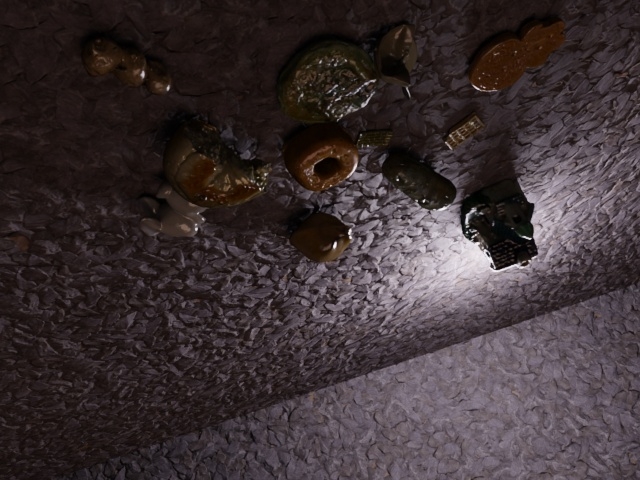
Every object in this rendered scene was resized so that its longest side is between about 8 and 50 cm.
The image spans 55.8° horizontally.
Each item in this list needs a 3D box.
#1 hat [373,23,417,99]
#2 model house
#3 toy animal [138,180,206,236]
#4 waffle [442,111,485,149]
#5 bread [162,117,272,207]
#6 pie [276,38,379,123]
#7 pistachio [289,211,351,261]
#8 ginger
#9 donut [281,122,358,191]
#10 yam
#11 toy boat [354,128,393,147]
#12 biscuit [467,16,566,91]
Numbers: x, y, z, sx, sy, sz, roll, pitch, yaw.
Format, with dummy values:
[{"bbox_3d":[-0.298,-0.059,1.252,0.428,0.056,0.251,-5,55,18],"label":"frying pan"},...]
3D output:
[{"bbox_3d":[0.189,-0.450,1.570,0.144,0.166,0.173,11,166,-8],"label":"hat"},{"bbox_3d":[0.717,-0.037,2.346,0.243,0.284,0.298,-25,148,-3],"label":"model house"},{"bbox_3d":[-0.411,-0.095,1.718,0.193,0.127,0.178,-39,142,28],"label":"toy animal"},{"bbox_3d":[0.459,-0.352,1.950,0.135,0.021,0.092,-36,147,20],"label":"waffle"},{"bbox_3d":[-0.293,-0.185,1.607,0.192,0.171,0.314,-41,143,26],"label":"bread"},{"bbox_3d":[0.015,-0.398,1.562,0.277,0.078,0.277,-14,146,-10],"label":"pie"},{"bbox_3d":[0.000,0.000,2.091,0.213,0.162,0.260,2,160,1],"label":"pistachio"},{"bbox_3d":[-0.420,-0.380,1.328,0.204,0.080,0.104,10,150,-38],"label":"ginger"},{"bbox_3d":[0.002,-0.243,1.755,0.227,0.113,0.226,-16,146,-11],"label":"donut"},{"bbox_3d":[0.319,-0.195,1.998,0.133,0.133,0.330,-38,142,25],"label":"yam"},{"bbox_3d":[0.162,-0.310,1.839,0.115,0.016,0.063,-8,146,-22],"label":"toy boat"},{"bbox_3d":[0.554,-0.530,1.716,0.289,0.044,0.202,-33,147,14],"label":"biscuit"}]
